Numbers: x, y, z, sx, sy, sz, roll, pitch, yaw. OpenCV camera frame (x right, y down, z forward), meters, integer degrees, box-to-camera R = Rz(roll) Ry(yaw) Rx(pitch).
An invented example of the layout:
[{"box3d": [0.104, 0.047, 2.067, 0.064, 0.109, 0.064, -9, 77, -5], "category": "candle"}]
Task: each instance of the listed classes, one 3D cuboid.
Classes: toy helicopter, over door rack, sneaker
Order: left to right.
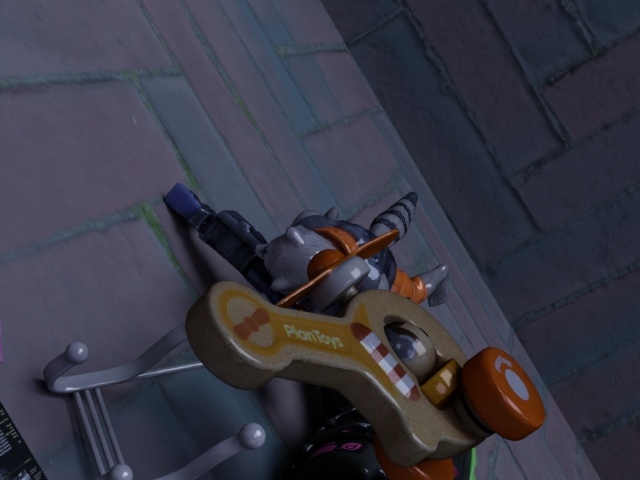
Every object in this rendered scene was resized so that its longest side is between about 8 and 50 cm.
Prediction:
[{"box3d": [-0.048, 0.182, 0.861, 0.324, 0.108, 0.239, 2, 53, -44], "category": "over door rack"}, {"box3d": [0.022, 0.082, 0.861, 0.355, 0.140, 0.235, 18, 40, -48], "category": "toy helicopter"}, {"box3d": [0.064, 0.251, 1.101, 0.202, 0.185, 0.483, 52, 18, -33], "category": "sneaker"}]

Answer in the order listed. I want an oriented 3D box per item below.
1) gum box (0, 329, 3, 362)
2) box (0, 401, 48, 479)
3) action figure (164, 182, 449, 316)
[{"box3d": [-0.292, 0.004, 0.720, 0.107, 0.062, 0.188, 38, 29, -50], "category": "gum box"}, {"box3d": [-0.237, 0.174, 0.582, 0.147, 0.077, 0.180, 59, 18, -3], "category": "box"}, {"box3d": [0.000, 0.000, 1.182, 0.341, 0.178, 0.330, 40, 15, 10], "category": "action figure"}]
